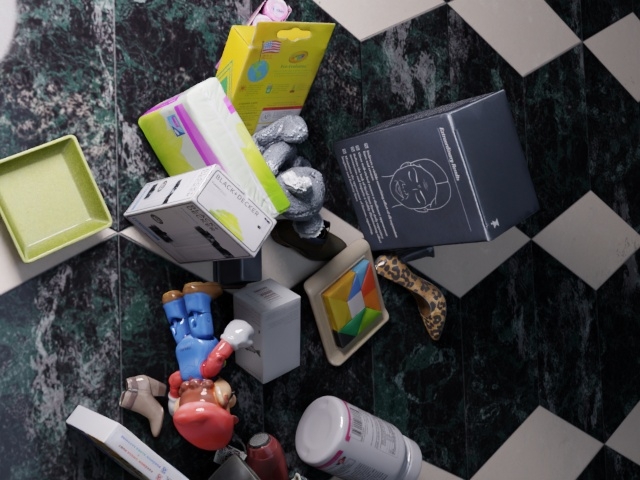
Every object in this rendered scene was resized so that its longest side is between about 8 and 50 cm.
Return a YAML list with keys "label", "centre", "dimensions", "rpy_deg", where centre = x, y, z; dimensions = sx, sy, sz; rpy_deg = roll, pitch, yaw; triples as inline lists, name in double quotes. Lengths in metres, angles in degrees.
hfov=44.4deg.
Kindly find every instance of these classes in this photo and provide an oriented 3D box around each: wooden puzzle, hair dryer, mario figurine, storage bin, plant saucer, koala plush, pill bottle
- label: "wooden puzzle"
  centre: [0.073, 0.148, 1.871]
  dimensions: [0.221, 0.044, 0.239]
  rpy_deg: [-38, 122, -34]
- label: "hair dryer"
  centre: [-0.171, 0.510, 1.672]
  dimensions: [0.293, 0.080, 0.224]
  rpy_deg: [31, 89, -30]
- label: "mario figurine"
  centre: [-0.222, 0.253, 1.560]
  dimensions: [0.170, 0.198, 0.321]
  rpy_deg: [-5, 74, -18]
- label: "storage bin"
  centre: [-0.166, 0.037, 1.686]
  dimensions: [0.098, 0.091, 0.135]
  rpy_deg: [3, 85, -38]
- label: "plant saucer"
  centre: [-0.509, -0.077, 1.454]
  dimensions: [0.188, 0.045, 0.188]
  rpy_deg: [-30, 104, -36]
- label: "koala plush"
  centre: [-0.069, -0.116, 1.664]
  dimensions: [0.203, 0.221, 0.196]
  rpy_deg: [-28, 140, -16]
- label: "pill bottle"
  centre: [0.094, 0.480, 1.810]
  dimensions: [0.283, 0.160, 0.160]
  rpy_deg: [32, 67, -32]

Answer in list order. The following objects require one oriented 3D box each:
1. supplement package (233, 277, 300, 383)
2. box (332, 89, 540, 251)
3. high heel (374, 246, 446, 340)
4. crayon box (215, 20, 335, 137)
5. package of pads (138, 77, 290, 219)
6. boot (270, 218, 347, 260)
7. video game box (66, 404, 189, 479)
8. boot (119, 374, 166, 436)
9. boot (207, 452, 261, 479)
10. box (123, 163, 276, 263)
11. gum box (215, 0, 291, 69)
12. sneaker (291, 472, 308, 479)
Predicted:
- label: "supplement package"
  centre: [-0.113, 0.191, 1.665]
  dimensions: [0.105, 0.105, 0.179]
  rpy_deg: [-22, 125, -37]
- label: "box"
  centre: [0.264, -0.154, 1.849]
  dimensions: [0.212, 0.395, 0.294]
  rpy_deg: [-27, 103, -36]
- label: "high heel"
  centre: [0.221, 0.147, 1.999]
  dimensions: [0.186, 0.093, 0.261]
  rpy_deg: [-14, 98, -27]
- label: "crayon box"
  centre: [-0.115, -0.335, 1.638]
  dimensions: [0.202, 0.319, 0.081]
  rpy_deg: [-10, 51, -39]
- label: "package of pads"
  centre: [-0.220, -0.157, 1.574]
  dimensions: [0.101, 0.229, 0.297]
  rpy_deg: [-40, 109, -33]
- label: "boot"
  centre: [0.000, 0.000, 1.810]
  dimensions: [0.219, 0.106, 0.082]
  rpy_deg: [16, 77, -36]
- label: "video game box"
  centre: [-0.355, 0.386, 1.436]
  dimensions: [0.187, 0.205, 0.048]
  rpy_deg: [46, 65, -25]
- label: "boot"
  centre: [-0.354, 0.326, 1.550]
  dimensions: [0.087, 0.042, 0.119]
  rpy_deg: [11, 78, -31]
- label: "boot"
  centre: [-0.199, 0.560, 1.590]
  dimensions: [0.208, 0.076, 0.190]
  rpy_deg: [-40, 117, -19]
- label: "box"
  centre: [-0.238, -0.043, 1.510]
  dimensions: [0.169, 0.290, 0.087]
  rpy_deg: [45, 61, -27]
- label: "gum box"
  centre: [-0.145, -0.448, 1.727]
  dimensions: [0.062, 0.107, 0.188]
  rpy_deg: [36, 64, -17]
- label: "sneaker"
  centre: [-0.100, 0.560, 1.648]
  dimensions: [0.192, 0.064, 0.086]
  rpy_deg: [-31, 119, -13]
